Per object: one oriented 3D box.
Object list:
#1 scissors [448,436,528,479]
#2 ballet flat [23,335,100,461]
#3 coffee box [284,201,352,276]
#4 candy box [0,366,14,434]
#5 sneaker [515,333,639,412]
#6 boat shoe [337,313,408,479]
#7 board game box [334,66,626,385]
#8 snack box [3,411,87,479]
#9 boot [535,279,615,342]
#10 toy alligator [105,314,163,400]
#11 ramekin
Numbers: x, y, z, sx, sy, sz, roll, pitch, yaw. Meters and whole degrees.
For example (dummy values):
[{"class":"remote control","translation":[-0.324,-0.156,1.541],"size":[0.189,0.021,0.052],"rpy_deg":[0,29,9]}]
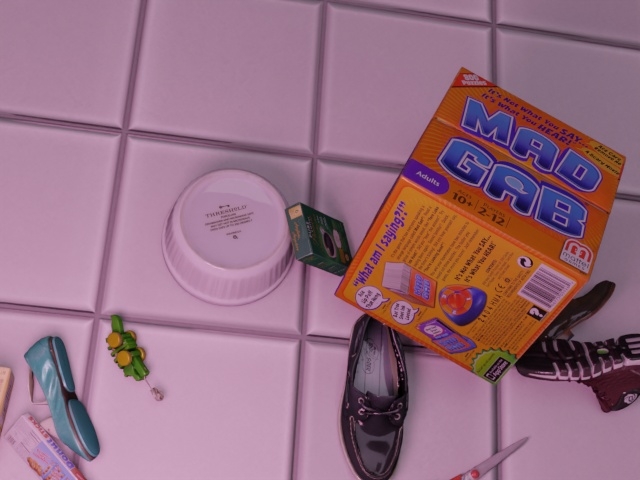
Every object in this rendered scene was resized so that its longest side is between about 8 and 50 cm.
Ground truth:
[{"class":"scissors","translation":[0.275,0.450,1.911],"size":[0.109,0.021,0.297],"rpy_deg":[42,69,9]},{"class":"ballet flat","translation":[-0.476,0.296,1.811],"size":[0.087,0.083,0.247],"rpy_deg":[-26,74,6]},{"class":"coffee box","translation":[0.000,0.000,1.963],"size":[0.040,0.184,0.113],"rpy_deg":[-22,69,23]},{"class":"candy box","translation":[-0.662,0.365,1.733],"size":[0.183,0.087,0.316],"rpy_deg":[11,67,-6]},{"class":"sneaker","translation":[0.527,0.281,1.973],"size":[0.281,0.162,0.106],"rpy_deg":[-4,34,5]},{"class":"boat shoe","translation":[0.108,0.289,1.894],"size":[0.127,0.113,0.340],"rpy_deg":[9,67,-6]},{"class":"board game box","translation":[0.296,-0.026,1.875],"size":[0.356,0.356,0.356],"rpy_deg":[29,48,2]},{"class":"snack box","translation":[-0.484,0.391,1.773],"size":[0.178,0.022,0.064],"rpy_deg":[46,110,9]},{"class":"boot","translation":[0.507,0.129,2.052],"size":[0.219,0.082,0.106],"rpy_deg":[-41,83,-20]},{"class":"toy alligator","translation":[-0.357,0.229,1.869],"size":[0.051,0.056,0.190],"rpy_deg":[-36,76,22]},{"class":"ramekin","translation":[-0.175,-0.017,1.957],"size":[0.273,0.127,0.273],"rpy_deg":[4,68,-9]}]
